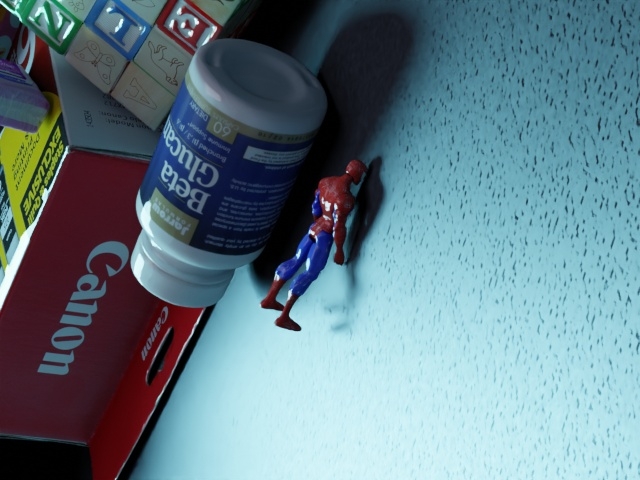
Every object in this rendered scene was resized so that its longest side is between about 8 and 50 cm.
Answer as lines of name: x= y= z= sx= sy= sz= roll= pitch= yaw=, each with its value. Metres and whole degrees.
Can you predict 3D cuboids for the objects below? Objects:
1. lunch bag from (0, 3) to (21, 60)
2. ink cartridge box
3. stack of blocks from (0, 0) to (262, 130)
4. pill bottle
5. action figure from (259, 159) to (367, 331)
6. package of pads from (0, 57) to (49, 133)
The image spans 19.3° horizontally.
lunch bag: x=-0.258 y=-0.224 z=1.541 sx=0.258 sy=0.120 sz=0.293 roll=-61 pitch=-9 yaw=32
ink cartridge box: x=-0.195 y=0.007 z=1.467 sx=0.309 sy=0.130 sz=0.272 roll=-62 pitch=31 yaw=34
stack of blocks: x=-0.176 y=-0.239 z=1.321 sx=0.087 sy=0.297 sz=0.171 roll=-51 pitch=1 yaw=-42
pill bottle: x=-0.067 y=-0.040 z=1.247 sx=0.169 sy=0.094 sz=0.094 roll=-65 pitch=29 yaw=32
action figure: x=0.000 y=0.000 z=1.168 sx=0.115 sy=0.030 sz=0.038 roll=-65 pitch=34 yaw=21
package of pads: x=-0.233 y=-0.109 z=1.374 sx=0.032 sy=0.050 sz=0.083 roll=-64 pitch=30 yaw=14
